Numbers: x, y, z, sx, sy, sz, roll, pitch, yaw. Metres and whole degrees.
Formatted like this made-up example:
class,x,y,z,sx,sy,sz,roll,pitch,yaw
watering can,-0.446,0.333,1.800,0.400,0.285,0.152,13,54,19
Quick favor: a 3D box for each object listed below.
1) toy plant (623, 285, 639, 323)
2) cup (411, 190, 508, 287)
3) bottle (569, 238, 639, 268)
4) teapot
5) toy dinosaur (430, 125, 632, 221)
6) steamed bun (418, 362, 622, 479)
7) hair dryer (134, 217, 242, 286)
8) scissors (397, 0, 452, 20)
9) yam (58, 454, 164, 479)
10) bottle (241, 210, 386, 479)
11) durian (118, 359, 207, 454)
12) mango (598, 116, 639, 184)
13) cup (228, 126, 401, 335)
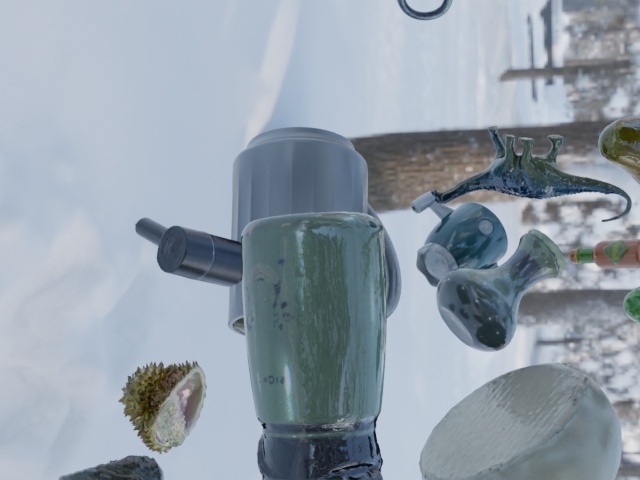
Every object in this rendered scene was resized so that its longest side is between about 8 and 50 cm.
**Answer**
class,x,y,z,sx,sy,sz,roll,pitch,yaw
toy plant,0.795,0.083,1.898,0.317,0.356,0.210,39,25,-45
cup,0.310,0.023,2.167,0.173,0.299,0.167,-35,172,-30
bottle,0.661,0.034,2.197,0.069,0.187,0.069,5,82,-43
teapot,0.358,0.092,1.873,0.183,0.251,0.183,49,-12,14
toy dinosaur,0.368,-0.123,1.697,0.076,0.363,0.147,-38,129,-59
steamed bun,0.373,0.407,1.726,0.241,0.374,0.374,59,22,-11
hair dryer,-0.216,0.005,1.437,0.124,0.219,0.071,18,93,-46
scissors,0.046,-0.471,1.548,0.029,0.383,0.256,-108,-162,-49
yam,-0.351,0.531,1.644,0.195,0.195,0.300,50,30,-69
bottle,-0.005,0.145,1.085,0.168,0.168,0.347,12,76,-76
durian,-0.328,0.331,1.977,0.249,0.138,0.183,80,22,-49
mango,0.594,-0.157,1.737,0.227,0.099,0.136,18,62,-29
cup,0.000,0.000,1.652,0.237,0.323,0.327,-30,-126,55
